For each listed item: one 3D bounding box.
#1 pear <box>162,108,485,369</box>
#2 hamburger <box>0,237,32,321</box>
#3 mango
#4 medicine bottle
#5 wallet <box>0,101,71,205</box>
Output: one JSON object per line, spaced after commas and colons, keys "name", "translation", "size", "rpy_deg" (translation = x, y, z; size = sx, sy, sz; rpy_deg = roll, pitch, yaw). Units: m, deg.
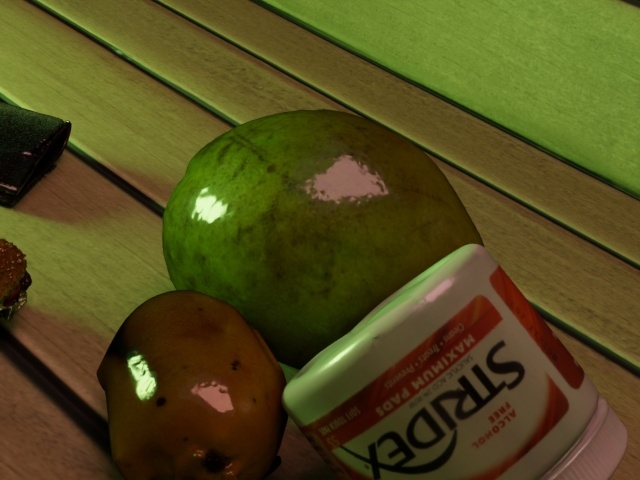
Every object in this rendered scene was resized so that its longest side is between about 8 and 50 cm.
{"name": "pear", "translation": [0.000, 0.000, 1.289], "size": [0.413, 0.352, 0.352], "rpy_deg": [16, 21, 13]}
{"name": "hamburger", "translation": [-0.400, 0.042, 1.200], "size": [0.137, 0.087, 0.166], "rpy_deg": [19, 22, -1]}
{"name": "mango", "translation": [-0.126, 0.159, 1.068], "size": [0.201, 0.153, 0.287], "rpy_deg": [1, 24, -13]}
{"name": "medicine bottle", "translation": [0.126, 0.165, 1.014], "size": [0.241, 0.252, 0.252], "rpy_deg": [51, 27, 1]}
{"name": "wallet", "translation": [-0.520, -0.150, 1.583], "size": [0.221, 0.071, 0.262], "rpy_deg": [18, 29, -3]}
